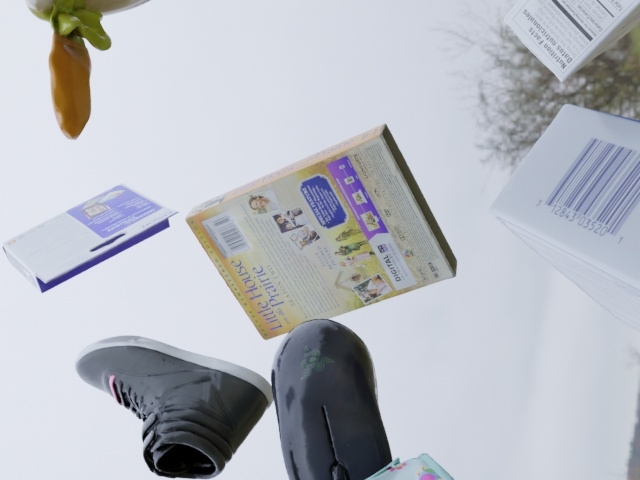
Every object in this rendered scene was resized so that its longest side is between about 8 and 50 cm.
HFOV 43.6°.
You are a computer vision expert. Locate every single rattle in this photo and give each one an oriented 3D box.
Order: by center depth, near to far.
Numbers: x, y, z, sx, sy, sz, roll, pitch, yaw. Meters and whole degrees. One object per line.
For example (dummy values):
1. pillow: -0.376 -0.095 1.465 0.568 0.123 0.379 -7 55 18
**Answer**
1. rattle: -0.135 -0.187 0.663 0.130 0.199 0.143 119 134 -68

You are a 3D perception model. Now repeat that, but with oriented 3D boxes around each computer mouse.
1. computer mouse: 0.024 0.216 0.869 0.072 0.188 0.272 46 -154 -79

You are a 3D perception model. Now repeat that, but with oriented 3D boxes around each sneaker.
1. sneaker: -0.221 0.217 1.035 0.147 0.295 0.105 -61 -28 -45

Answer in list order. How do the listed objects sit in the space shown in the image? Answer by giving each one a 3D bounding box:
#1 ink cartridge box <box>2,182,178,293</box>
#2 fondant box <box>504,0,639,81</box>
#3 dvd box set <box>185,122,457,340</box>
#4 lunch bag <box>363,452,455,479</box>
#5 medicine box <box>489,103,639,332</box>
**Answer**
1. ink cartridge box: -0.327 -0.002 1.144 0.206 0.208 0.045 -31 -60 -25
2. fondant box: 0.350 -0.321 0.743 0.238 0.096 0.330 -36 -7 -35
3. dvd box set: 0.000 0.000 1.484 0.308 0.420 0.062 59 -155 -20
4. lunch bag: 0.070 0.344 0.732 0.223 0.262 0.160 -23 -40 -14
5. medicine box: 0.365 0.019 0.802 0.289 0.263 0.149 34 -87 -27
